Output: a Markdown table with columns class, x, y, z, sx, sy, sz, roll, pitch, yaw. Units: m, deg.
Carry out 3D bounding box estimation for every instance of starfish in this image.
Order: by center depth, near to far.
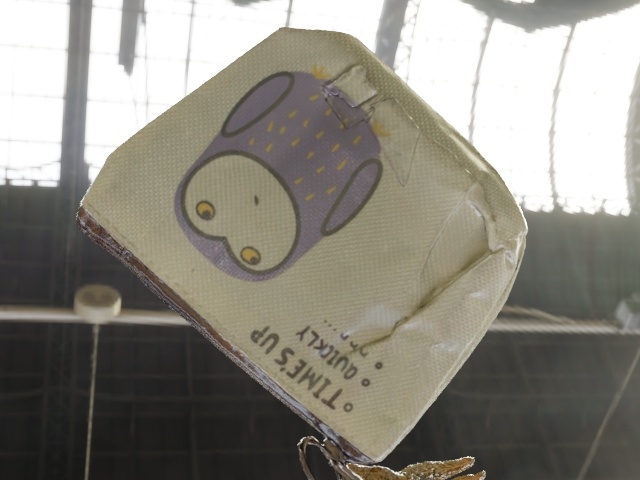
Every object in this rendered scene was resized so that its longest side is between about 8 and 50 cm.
| class | x | y | z | sx | sy | sz | roll | pitch | yaw |
| --- | --- | --- | --- | --- | --- | --- | --- | --- | --- |
| starfish | 0.060 | 0.217 | 0.847 | 0.130 | 0.041 | 0.133 | 28 | -108 | 15 |

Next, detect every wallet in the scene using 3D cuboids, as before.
| class | x | y | z | sx | sy | sz | roll | pitch | yaw |
| --- | --- | --- | --- | --- | --- | --- | --- | --- | --- |
| wallet | -0.001 | 0.001 | 0.772 | 0.335 | 0.275 | 0.068 | 43 | 177 | 1 |
